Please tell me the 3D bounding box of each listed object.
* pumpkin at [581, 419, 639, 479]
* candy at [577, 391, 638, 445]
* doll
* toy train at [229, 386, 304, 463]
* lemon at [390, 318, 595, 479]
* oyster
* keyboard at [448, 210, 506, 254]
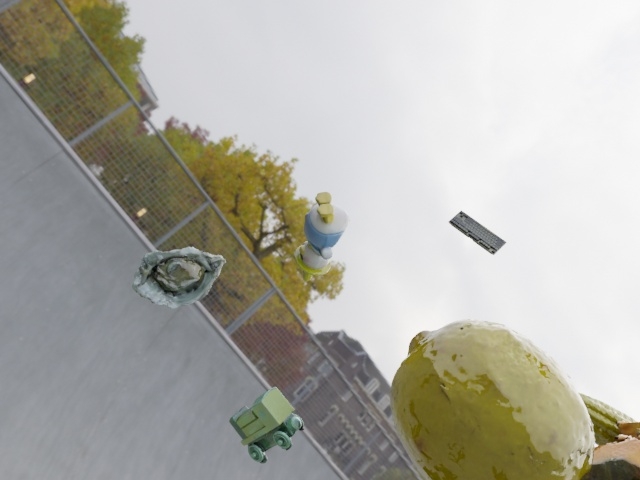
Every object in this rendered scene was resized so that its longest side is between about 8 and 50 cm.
[{"bbox_3d":[0.672,0.471,1.074,0.256,0.303,0.225,59,-35,10],"label":"pumpkin"},{"bbox_3d":[0.616,0.403,1.280,0.199,0.094,0.106,31,-4,-4],"label":"candy"},{"bbox_3d":[-0.001,0.000,1.292,0.135,0.098,0.241,49,-41,25],"label":"doll"},{"bbox_3d":[-0.077,0.261,0.794,0.081,0.050,0.122,51,-52,1],"label":"toy train"},{"bbox_3d":[0.234,0.247,0.799,0.260,0.260,0.284,107,-33,-68],"label":"lemon"},{"bbox_3d":[-0.191,0.043,0.751,0.100,0.098,0.037,33,-10,-25],"label":"oyster"},{"bbox_3d":[0.355,-0.019,1.284,0.129,0.049,0.015,41,-20,26],"label":"keyboard"}]
